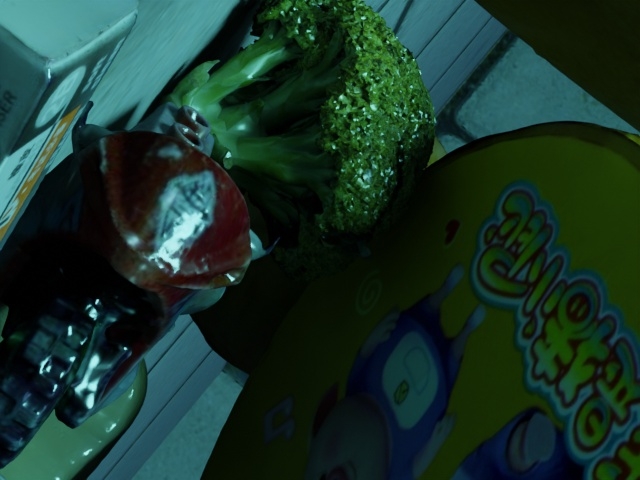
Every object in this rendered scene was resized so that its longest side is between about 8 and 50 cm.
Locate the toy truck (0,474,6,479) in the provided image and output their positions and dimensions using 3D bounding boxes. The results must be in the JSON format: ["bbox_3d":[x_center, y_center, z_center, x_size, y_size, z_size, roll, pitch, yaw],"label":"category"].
[{"bbox_3d":[-0.090,0.243,0.520,0.173,0.387,0.207,-53,171,35],"label":"toy truck"}]

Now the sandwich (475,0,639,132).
[{"bbox_3d":[0.106,-0.142,0.470,0.155,0.198,0.227,-50,177,-13],"label":"sandwich"}]

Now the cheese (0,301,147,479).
[{"bbox_3d":[-0.121,0.068,0.808,0.286,0.082,0.163,-53,-177,-37],"label":"cheese"}]

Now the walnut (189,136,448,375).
[{"bbox_3d":[0.000,0.000,1.036,0.167,0.167,0.207,-50,179,-12],"label":"walnut"}]

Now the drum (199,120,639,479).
[{"bbox_3d":[0.108,0.173,0.782,0.431,0.214,0.431,-45,-147,40],"label":"drum"}]

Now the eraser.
[{"bbox_3d":[-0.097,-0.022,0.532,0.122,0.029,0.052,-54,176,34],"label":"eraser"}]

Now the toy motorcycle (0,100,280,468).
[{"bbox_3d":[-0.073,-0.004,0.675,0.122,0.082,0.213,-45,-168,16],"label":"toy motorcycle"}]

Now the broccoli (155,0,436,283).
[{"bbox_3d":[-0.009,-0.049,0.816,0.120,0.131,0.130,-8,172,-23],"label":"broccoli"}]
